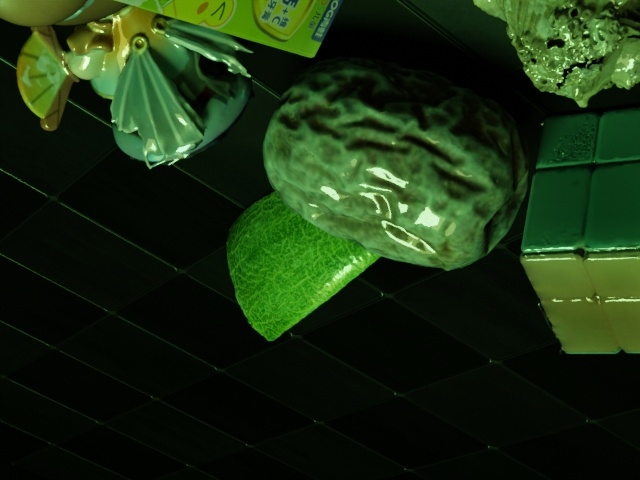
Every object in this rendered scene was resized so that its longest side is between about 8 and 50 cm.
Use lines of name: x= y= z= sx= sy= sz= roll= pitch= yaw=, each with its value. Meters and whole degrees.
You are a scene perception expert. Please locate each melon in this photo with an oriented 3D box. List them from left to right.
melon: x=0.000 y=0.000 z=1.614 sx=0.124 sy=0.196 sz=0.323 roll=-4 pitch=158 yaw=-46

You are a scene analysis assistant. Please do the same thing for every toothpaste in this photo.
toothpaste: x=-0.100 y=-0.265 z=1.068 sx=0.077 sy=0.110 sz=0.327 roll=39 pitch=-160 yaw=32

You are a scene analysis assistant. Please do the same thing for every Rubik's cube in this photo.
Rubik's cube: x=0.386 y=-0.010 z=1.346 sx=0.224 sy=0.231 sz=0.221 roll=-3 pitch=143 yaw=28

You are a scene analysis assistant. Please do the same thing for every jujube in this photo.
jujube: x=0.087 y=-0.097 z=1.331 sx=0.317 sy=0.226 sz=0.226 roll=23 pitch=149 yaw=11

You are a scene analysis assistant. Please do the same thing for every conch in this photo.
conch: x=0.262 y=-0.242 z=1.160 sx=0.245 sy=0.163 sz=0.178 roll=31 pitch=114 yaw=5

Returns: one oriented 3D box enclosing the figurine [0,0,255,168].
figurine: x=-0.214 y=-0.257 z=1.197 sx=0.248 sy=0.276 sz=0.388 roll=33 pitch=159 yaw=39
